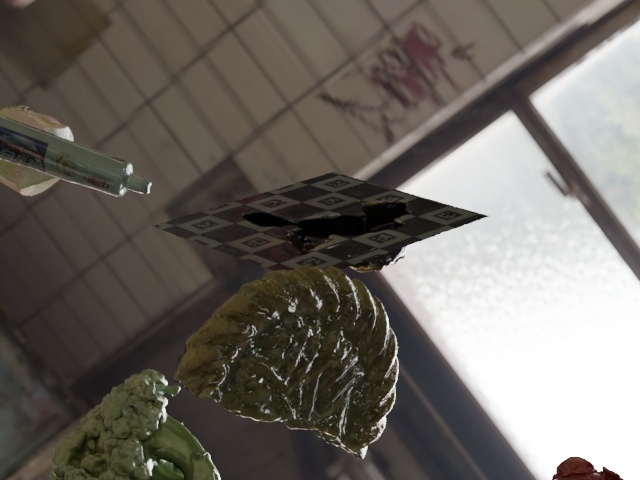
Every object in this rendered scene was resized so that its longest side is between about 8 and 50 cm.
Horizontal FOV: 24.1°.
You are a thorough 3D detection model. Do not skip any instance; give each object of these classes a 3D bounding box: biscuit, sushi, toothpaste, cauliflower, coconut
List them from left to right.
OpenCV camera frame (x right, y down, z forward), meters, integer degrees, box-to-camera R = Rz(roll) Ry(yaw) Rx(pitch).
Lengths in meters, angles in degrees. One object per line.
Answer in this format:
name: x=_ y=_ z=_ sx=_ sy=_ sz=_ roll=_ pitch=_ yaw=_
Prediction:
coconut: x=-0.399 y=-0.122 z=2.058 sx=0.116 sy=0.122 sz=0.116 roll=-52 pitch=157 yaw=-34
toothpaste: x=-0.281 y=-0.089 z=1.530 sx=0.038 sy=0.233 sz=0.060 roll=-62 pitch=167 yaw=-46
cauliflower: x=-0.245 y=0.338 z=2.035 sx=0.281 sy=0.327 sz=0.260 roll=3 pitch=175 yaw=40
biscuit: x=-0.012 y=0.118 z=1.581 sx=0.036 sy=0.274 sz=0.187 roll=27 pitch=-86 yaw=56
sushi: x=0.000 y=0.000 z=2.157 sx=0.343 sy=0.064 sz=0.359 roll=-19 pitch=-156 yaw=-36

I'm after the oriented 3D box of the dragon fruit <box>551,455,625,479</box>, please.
dragon fruit: x=0.196 y=0.202 z=1.098 sx=0.126 sy=0.068 sz=0.112 roll=-14 pitch=-160 yaw=-22
